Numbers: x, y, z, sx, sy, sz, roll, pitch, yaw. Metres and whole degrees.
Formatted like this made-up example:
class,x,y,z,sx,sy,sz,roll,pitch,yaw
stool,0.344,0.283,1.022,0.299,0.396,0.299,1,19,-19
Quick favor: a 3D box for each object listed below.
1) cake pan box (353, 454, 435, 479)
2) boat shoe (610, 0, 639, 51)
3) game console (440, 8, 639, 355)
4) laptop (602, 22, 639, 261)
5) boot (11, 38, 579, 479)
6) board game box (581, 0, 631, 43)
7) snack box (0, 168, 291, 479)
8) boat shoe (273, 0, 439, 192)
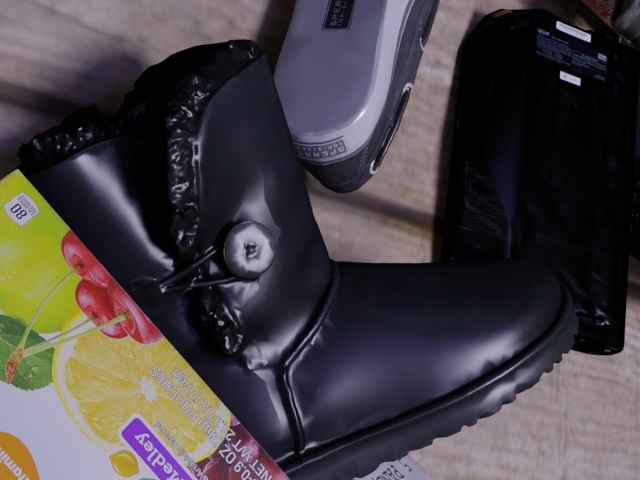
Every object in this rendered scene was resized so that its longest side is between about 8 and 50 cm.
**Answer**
class,x,y,z,sx,sy,sz,roll,pitch,yaw
cake pan box,0.032,0.234,0.538,0.246,0.070,0.267,44,42,16
boat shoe,0.252,-0.217,0.874,0.070,0.078,0.219,26,53,-8
game console,0.240,-0.013,0.860,0.361,0.044,0.213,16,72,-28
laptop,0.338,-0.082,0.979,0.264,0.137,0.234,32,62,-42
boot,0.000,0.000,0.584,0.246,0.094,0.207,-25,107,-22
board game box,0.167,-0.258,0.878,0.259,0.039,0.124,29,64,-35
snack box,-0.131,0.102,0.440,0.174,0.070,0.207,49,49,-7
boat shoe,0.033,-0.128,0.694,0.076,0.080,0.228,62,36,-55
